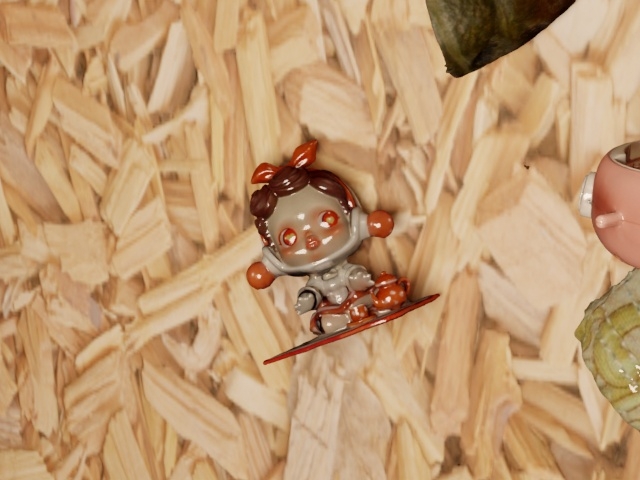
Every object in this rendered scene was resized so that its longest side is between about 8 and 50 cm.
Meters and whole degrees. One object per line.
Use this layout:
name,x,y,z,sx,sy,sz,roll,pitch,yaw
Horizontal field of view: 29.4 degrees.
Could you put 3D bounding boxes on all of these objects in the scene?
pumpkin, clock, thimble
pumpkin,0.188,-0.318,1.210,0.148,0.169,0.312,1,105,27
clock,0.372,-0.021,1.179,0.241,0.227,0.142,8,108,17
thimble,0.365,0.110,1.272,0.143,0.137,0.190,-45,73,27

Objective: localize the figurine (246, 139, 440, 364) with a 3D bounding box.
figurine,0.000,0.000,1.409,0.183,0.160,0.226,-22,87,27
